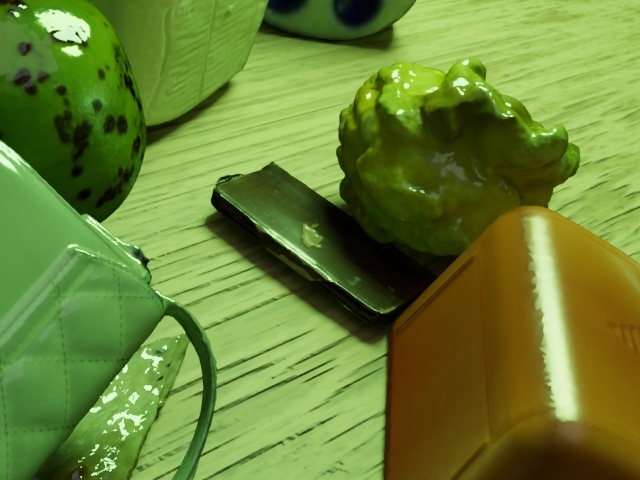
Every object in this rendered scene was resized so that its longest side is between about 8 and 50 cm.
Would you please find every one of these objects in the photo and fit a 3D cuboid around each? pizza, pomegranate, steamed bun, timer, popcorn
[{"bbox_3d":[-0.168,0.104,0.587,0.181,0.034,0.262,33,39,19],"label":"pizza"},{"bbox_3d":[-0.219,-0.053,0.670,0.198,0.246,0.198,12,0,0],"label":"pomegranate"},{"bbox_3d":[-0.147,-0.218,0.866,0.154,0.200,0.250,28,35,13],"label":"steamed bun"},{"bbox_3d":[0.186,0.133,0.654,0.250,0.161,0.257,27,34,-15],"label":"timer"},{"bbox_3d":[0.106,-0.067,0.815,0.197,0.156,0.197,21,16,-6],"label":"popcorn"}]

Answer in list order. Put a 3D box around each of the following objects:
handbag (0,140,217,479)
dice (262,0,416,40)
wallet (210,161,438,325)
[{"bbox_3d":[-0.175,0.087,0.505,0.219,0.079,0.256,41,56,-7],"label":"handbag"},{"bbox_3d":[-0.006,-0.387,1.094,0.243,0.259,0.251,4,40,-17],"label":"dice"},{"bbox_3d":[0.000,0.000,0.801,0.176,0.026,0.095,36,34,18],"label":"wallet"}]
